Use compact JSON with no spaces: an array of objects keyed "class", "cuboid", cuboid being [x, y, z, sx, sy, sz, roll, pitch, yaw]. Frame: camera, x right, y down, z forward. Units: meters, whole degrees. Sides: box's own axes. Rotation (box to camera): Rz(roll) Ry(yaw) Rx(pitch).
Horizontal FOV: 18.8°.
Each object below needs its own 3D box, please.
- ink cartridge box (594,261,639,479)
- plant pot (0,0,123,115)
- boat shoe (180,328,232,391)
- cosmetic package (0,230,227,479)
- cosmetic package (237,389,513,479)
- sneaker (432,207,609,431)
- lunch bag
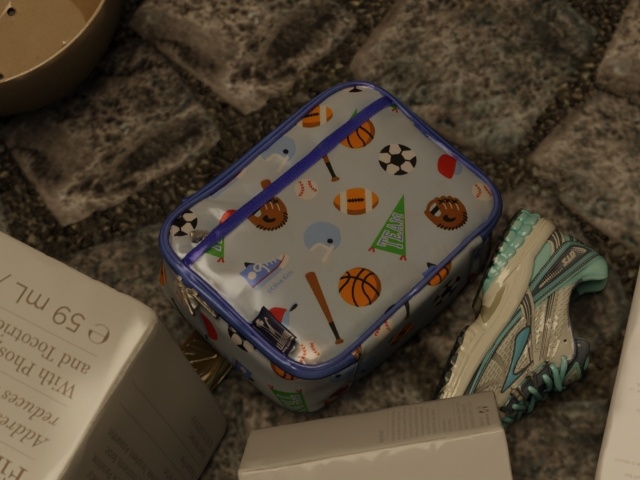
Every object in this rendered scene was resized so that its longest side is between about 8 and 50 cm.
[{"class":"ink cartridge box","cuboid":[0.408,0.171,1.729,0.303,0.072,0.307,12,81,12]},{"class":"plant pot","cuboid":[-0.317,-0.237,1.935,0.284,0.191,0.284,-3,68,7]},{"class":"boat shoe","cuboid":[-0.086,0.084,1.856,0.056,0.048,0.153,22,66,21]},{"class":"cosmetic package","cuboid":[-0.335,0.209,1.681,0.329,0.327,0.394,25,74,17]},{"class":"cosmetic package","cuboid":[0.061,0.266,1.658,0.224,0.138,0.224,-10,99,3]},{"class":"sneaker","cuboid":[0.181,0.112,1.771,0.122,0.110,0.283,23,76,6]},{"class":"lunch bag","cuboid":[0.000,0.000,1.812,0.303,0.115,0.243,-39,71,-23]}]
